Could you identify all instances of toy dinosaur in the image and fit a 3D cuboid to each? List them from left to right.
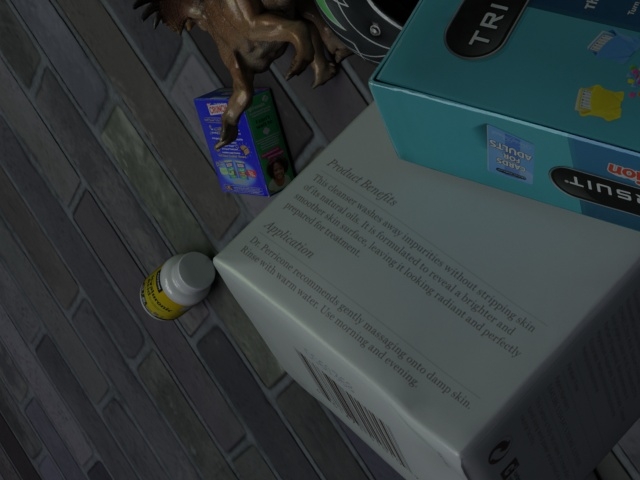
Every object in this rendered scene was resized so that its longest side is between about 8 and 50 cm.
[{"bbox_3d":[-0.071,-0.222,1.263,0.200,0.127,0.296,57,150,3],"label":"toy dinosaur"}]

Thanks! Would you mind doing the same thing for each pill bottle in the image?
[{"bbox_3d":[-0.170,0.053,1.669,0.065,0.065,0.116,60,147,3],"label":"pill bottle"}]

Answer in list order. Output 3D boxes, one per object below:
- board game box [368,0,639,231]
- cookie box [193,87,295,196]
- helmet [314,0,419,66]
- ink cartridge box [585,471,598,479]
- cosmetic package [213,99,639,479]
[{"bbox_3d":[0.234,-0.117,0.728,0.336,0.253,0.079,19,156,27],"label":"board game box"},{"bbox_3d":[-0.079,-0.104,1.446,0.092,0.040,0.107,9,121,52],"label":"cookie box"},{"bbox_3d":[0.069,-0.211,1.051,0.169,0.169,0.161,31,122,39],"label":"helmet"},{"bbox_3d":[0.192,0.360,1.247,0.307,0.223,0.129,61,147,1],"label":"ink cartridge box"},{"bbox_3d":[0.153,-0.032,0.845,0.217,0.385,0.156,38,165,35],"label":"cosmetic package"}]
